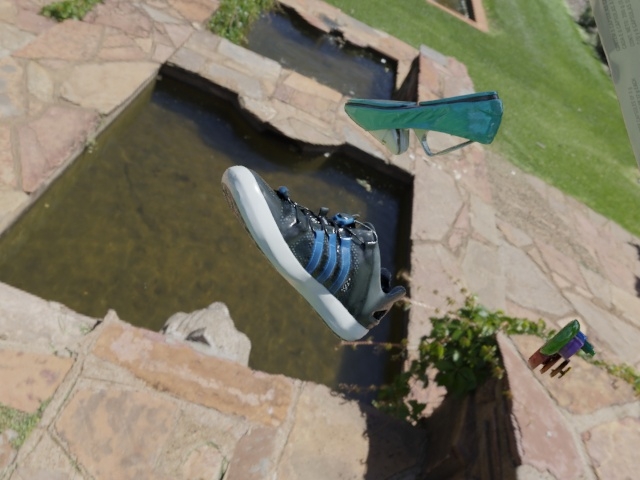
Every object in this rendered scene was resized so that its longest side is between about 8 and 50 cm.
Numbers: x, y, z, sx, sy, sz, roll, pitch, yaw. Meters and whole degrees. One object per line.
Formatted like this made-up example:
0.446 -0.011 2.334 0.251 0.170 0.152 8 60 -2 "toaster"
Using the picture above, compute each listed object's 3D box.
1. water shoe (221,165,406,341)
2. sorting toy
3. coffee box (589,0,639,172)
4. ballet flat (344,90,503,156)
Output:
0.000 0.000 0.439 0.203 0.080 0.073 53 -2 -42 "water shoe"
0.266 0.121 0.600 0.061 0.102 0.042 -36 68 -15 "sorting toy"
0.548 -0.277 0.578 0.335 0.338 0.337 -29 104 -24 "coffee box"
0.136 -0.164 0.796 0.248 0.087 0.083 8 15 36 "ballet flat"
